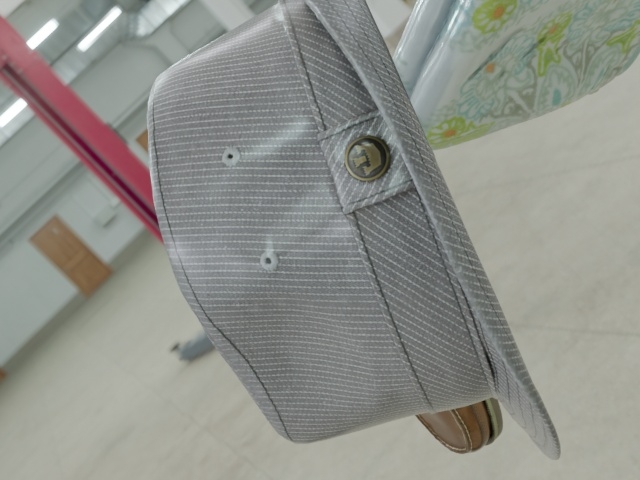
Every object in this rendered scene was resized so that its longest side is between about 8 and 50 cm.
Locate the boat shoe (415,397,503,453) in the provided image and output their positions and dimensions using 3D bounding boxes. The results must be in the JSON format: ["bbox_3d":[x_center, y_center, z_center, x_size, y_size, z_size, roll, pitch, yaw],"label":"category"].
[{"bbox_3d":[0.053,0.091,0.921,0.104,0.307,0.111,-40,11,-31],"label":"boat shoe"}]

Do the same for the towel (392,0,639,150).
[{"bbox_3d":[0.239,-0.251,0.911,0.321,0.090,0.374,-21,-28,-30],"label":"towel"}]

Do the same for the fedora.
[{"bbox_3d":[0.000,0.000,0.482,0.124,0.275,0.244,-23,4,3],"label":"fedora"}]
